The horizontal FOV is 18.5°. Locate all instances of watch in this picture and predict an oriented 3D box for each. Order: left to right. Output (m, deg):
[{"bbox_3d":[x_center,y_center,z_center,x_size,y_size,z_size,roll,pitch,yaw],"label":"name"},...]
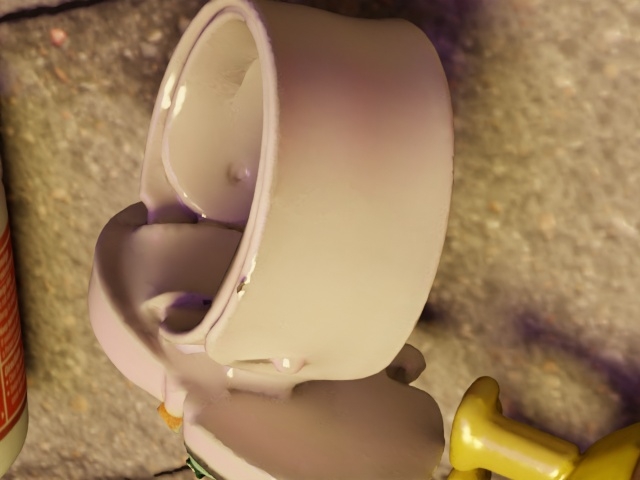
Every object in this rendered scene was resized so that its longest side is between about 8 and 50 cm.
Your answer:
[{"bbox_3d":[0.000,0.000,1.055,0.231,0.196,0.244,-62,31,35],"label":"watch"}]

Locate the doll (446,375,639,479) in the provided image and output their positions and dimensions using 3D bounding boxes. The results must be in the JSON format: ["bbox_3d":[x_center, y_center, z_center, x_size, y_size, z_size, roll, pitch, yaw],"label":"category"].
[{"bbox_3d":[0.225,0.183,1.015,0.363,0.145,0.199,23,138,23],"label":"doll"}]

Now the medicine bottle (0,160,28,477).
[{"bbox_3d":[-0.325,0.040,1.288,0.252,0.252,0.240,14,118,32],"label":"medicine bottle"}]

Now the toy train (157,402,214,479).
[{"bbox_3d":[-0.012,0.139,1.222,0.188,0.072,0.099,50,126,7],"label":"toy train"}]
